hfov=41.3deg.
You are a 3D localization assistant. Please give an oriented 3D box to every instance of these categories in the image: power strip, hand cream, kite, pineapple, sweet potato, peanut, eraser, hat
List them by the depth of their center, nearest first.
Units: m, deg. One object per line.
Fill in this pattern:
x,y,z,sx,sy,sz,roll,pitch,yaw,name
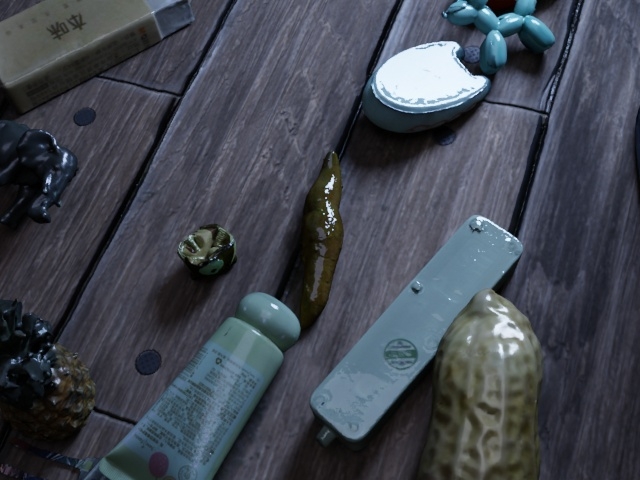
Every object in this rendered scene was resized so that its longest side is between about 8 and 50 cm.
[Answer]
0.198,0.212,1.017,0.140,0.153,0.325,-7,59,37,peanut
-0.367,0.161,1.052,0.128,0.248,0.128,-2,58,4,pineapple
-0.310,0.323,1.090,0.245,0.015,0.141,14,61,12,kite
-0.141,0.205,1.093,0.147,0.093,0.306,30,70,21,hand cream
0.125,0.125,1.126,0.091,0.062,0.385,36,70,22,power strip
0.000,0.000,1.207,0.067,0.067,0.274,5,67,8,sweet potato
-0.158,0.021,1.214,0.077,0.059,0.076,-38,48,-20,hat
-0.395,-0.355,1.430,0.343,0.078,0.144,-32,64,-11,eraser

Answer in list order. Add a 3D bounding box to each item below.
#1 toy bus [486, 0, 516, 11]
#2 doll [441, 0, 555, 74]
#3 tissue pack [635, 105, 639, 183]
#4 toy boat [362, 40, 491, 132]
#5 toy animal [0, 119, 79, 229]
0.321,-0.432,1.402,0.174,0.079,0.077,-16,71,-3,toy bus
0.274,-0.348,1.337,0.159,0.059,0.159,-18,90,-6,doll
0.498,-0.164,1.055,0.124,0.394,0.288,0,63,7,tissue pack
0.158,-0.230,1.319,0.207,0.079,0.134,-26,69,-20,toy boat
-0.463,-0.108,1.281,0.245,0.114,0.146,35,71,21,toy animal
